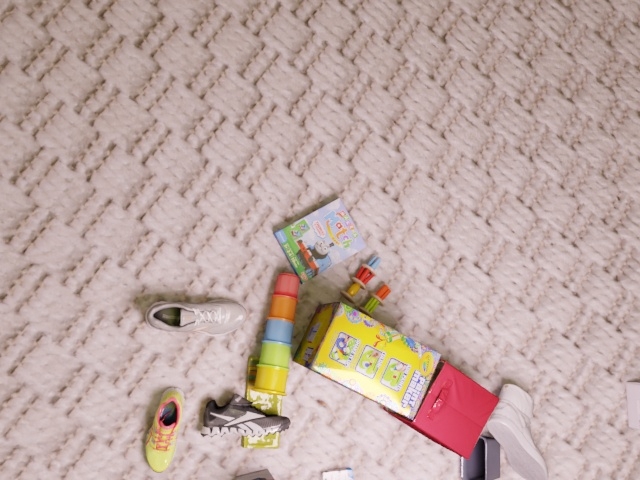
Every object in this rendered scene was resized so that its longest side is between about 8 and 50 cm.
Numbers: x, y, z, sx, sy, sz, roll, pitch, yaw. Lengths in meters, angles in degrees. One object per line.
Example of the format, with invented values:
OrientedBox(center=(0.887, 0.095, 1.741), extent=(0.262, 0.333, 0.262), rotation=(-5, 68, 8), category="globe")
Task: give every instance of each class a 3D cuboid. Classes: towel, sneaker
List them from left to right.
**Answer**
OrientedBox(center=(-0.394, 0.479, 1.574), extent=(0.081, 0.094, 0.209), rotation=(10, 82, -12), category="sneaker")
OrientedBox(center=(-0.318, 0.201, 1.611), extent=(0.262, 0.121, 0.100), rotation=(-2, 84, -12), category="sneaker")
OrientedBox(center=(-0.194, 0.447, 1.606), extent=(0.234, 0.078, 0.106), rotation=(-2, 84, 5), category="sneaker")
OrientedBox(center=(-0.150, 0.432, 1.667), extent=(0.102, 0.021, 0.238), rotation=(5, 82, -10), category="towel")
OrientedBox(center=(0.576, 0.535, 1.755), extent=(0.293, 0.108, 0.169), rotation=(57, 46, -24), category="sneaker")

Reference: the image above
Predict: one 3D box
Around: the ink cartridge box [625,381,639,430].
OrientedBox(center=(1.021, 0.492, 1.866), extent=(0.190, 0.082, 0.140), rotation=(2, 82, -10), category="ink cartridge box")

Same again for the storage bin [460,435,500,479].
OrientedBox(center=(0.446, 0.605, 1.737), extent=(0.091, 0.098, 0.135), rotation=(9, 79, -38), category="storage bin")

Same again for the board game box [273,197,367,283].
OrientedBox(center=(0.000, 0.000, 1.743), extent=(0.211, 0.039, 0.160), rotation=(-29, 89, -14), category="board game box")

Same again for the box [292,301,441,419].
OrientedBox(center=(0.106, 0.298, 1.598), extent=(0.279, 0.290, 0.177), rotation=(27, 78, -6), category="box")

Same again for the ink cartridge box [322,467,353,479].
OrientedBox(center=(0.045, 0.639, 1.676), extent=(0.083, 0.028, 0.048), rotation=(-1, 83, -12), category="ink cartridge box")

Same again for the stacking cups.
OrientedBox(center=(-0.105, 0.244, 1.649), extent=(0.095, 0.096, 0.317), rotation=(13, 75, -10), category="stacking cups")

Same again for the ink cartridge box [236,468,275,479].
OrientedBox(center=(-0.143, 0.671, 1.539), extent=(0.093, 0.212, 0.155), rotation=(-9, 84, -13), category="ink cartridge box")

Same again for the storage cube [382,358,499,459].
OrientedBox(center=(0.318, 0.435, 1.669), extent=(0.193, 0.215, 0.184), rotation=(35, 77, -12), category="storage cube")

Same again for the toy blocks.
OrientedBox(center=(0.145, 0.127, 1.749), extent=(0.123, 0.054, 0.148), rotation=(41, 77, -3), category="toy blocks")
